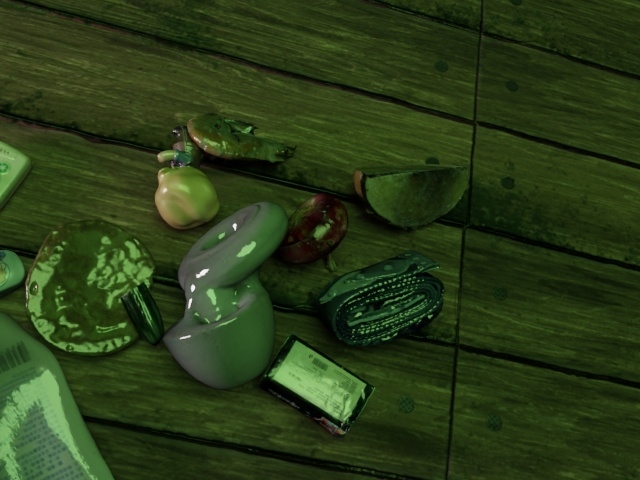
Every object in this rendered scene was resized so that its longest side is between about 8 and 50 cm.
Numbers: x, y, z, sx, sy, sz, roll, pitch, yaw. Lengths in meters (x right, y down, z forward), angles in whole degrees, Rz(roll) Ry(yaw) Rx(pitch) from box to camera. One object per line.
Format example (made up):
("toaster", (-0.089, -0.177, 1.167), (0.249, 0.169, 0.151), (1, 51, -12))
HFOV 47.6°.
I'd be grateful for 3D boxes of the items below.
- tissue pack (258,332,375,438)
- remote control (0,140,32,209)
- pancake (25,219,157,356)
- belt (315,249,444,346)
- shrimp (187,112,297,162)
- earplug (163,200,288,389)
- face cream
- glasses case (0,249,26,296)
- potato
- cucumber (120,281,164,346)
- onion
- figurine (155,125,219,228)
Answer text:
("tissue pack", (-0.007, 0.243, 1.208), (0.170, 0.090, 0.103), (32, 63, 3))
("remote control", (-0.586, -0.071, 1.218), (0.090, 0.049, 0.230), (28, 62, -4))
("pancake", (-0.377, 0.078, 1.207), (0.222, 0.042, 0.236), (-12, 75, -27))
("belt", (0.099, 0.104, 1.282), (0.218, 0.128, 0.122), (-18, 110, -18))
("shrimp", (-0.146, -0.192, 1.361), (0.223, 0.047, 0.126), (6, 40, -35))
("earplug", (-0.144, 0.079, 1.195), (0.175, 0.214, 0.325), (26, 64, -33))
("face cream", (-0.470, 0.281, 1.072), (0.235, 0.137, 0.420), (-25, 84, -23))
("glasses case", (-0.564, 0.076, 1.163), (0.178, 0.045, 0.067), (-29, 78, -23))
("potato", (0.155, -0.091, 1.407), (0.261, 0.100, 0.120), (-6, 107, -31))
("cucumber", (-0.284, 0.122, 1.180), (0.048, 0.048, 0.105), (-26, 81, -22))
("onion", (0.000, 0.000, 1.309), (0.140, 0.150, 0.150), (49, 61, -25))
("figurine", (-0.244, -0.116, 1.294), (0.108, 0.114, 0.196), (-9, 61, -7))
